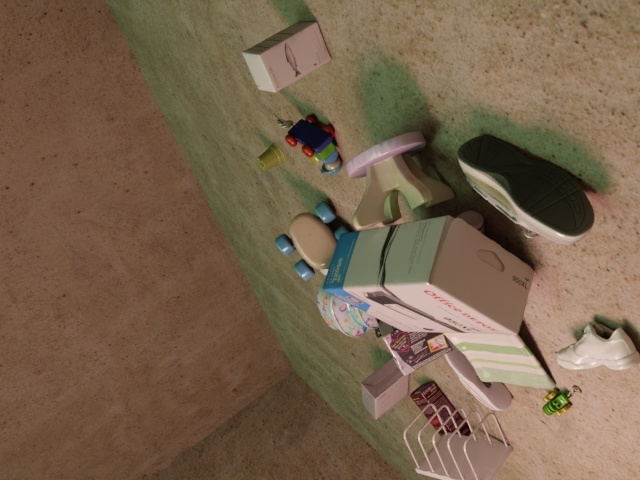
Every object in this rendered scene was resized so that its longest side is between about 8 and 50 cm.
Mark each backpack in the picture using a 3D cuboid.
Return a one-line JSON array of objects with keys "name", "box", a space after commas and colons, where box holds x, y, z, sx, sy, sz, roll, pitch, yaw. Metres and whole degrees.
[{"name": "backpack", "box": [0.124, 0.184, 2.168, 0.191, 0.254, 0.225, 24, 144, 58]}]

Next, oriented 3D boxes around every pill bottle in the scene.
[{"name": "pill bottle", "box": [0.351, -0.007, 1.560, 0.065, 0.065, 0.116, 37, 155, 44]}]

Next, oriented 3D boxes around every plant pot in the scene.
[{"name": "plant pot", "box": [-0.181, -0.290, 2.383, 0.083, 0.079, 0.083, 48, 161, 22]}]

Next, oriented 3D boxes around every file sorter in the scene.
[{"name": "file sorter", "box": [0.441, 0.661, 2.208, 0.278, 0.193, 0.173, -6, 114, 51]}]

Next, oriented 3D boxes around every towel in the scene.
[{"name": "towel", "box": [0.424, 0.264, 1.739, 0.325, 0.038, 0.248, 50, 152, -20]}]

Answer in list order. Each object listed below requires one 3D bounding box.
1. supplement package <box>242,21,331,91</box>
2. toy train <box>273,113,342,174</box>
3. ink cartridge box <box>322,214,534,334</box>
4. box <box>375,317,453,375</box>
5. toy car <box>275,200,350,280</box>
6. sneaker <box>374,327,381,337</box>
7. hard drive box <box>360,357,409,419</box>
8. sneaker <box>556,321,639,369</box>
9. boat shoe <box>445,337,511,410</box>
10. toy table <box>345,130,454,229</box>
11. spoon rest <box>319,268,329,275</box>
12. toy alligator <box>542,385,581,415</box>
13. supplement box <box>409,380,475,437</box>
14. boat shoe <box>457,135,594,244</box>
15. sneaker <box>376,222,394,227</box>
[{"name": "supplement package", "box": [-0.084, -0.459, 1.675, 0.105, 0.179, 0.105, 28, 149, 54]}, {"name": "toy train", "box": [-0.038, -0.294, 2.006, 0.248, 0.105, 0.143, 37, 168, 43]}, {"name": "ink cartridge box", "box": [0.239, 0.092, 1.559, 0.285, 0.166, 0.395, 29, 160, -27]}, {"name": "box", "box": [0.263, 0.259, 1.973, 0.142, 0.163, 0.247, 60, -175, -11]}, {"name": "toy car", "box": [0.000, 0.000, 2.338, 0.210, 0.219, 0.238, 52, -169, 8]}, {"name": "sneaker", "box": [0.211, 0.289, 2.468, 0.089, 0.051, 0.170, 48, 156, 21]}, {"name": "hard drive box", "box": [0.257, 0.589, 2.665, 0.089, 0.181, 0.232, 45, 159, 30]}, {"name": "sneaker", "box": [0.571, 0.216, 1.409, 0.094, 0.080, 0.212, 67, 155, 1]}, {"name": "boat shoe", "box": [0.449, 0.392, 1.985, 0.267, 0.096, 0.088, 45, 157, 4]}, {"name": "toy table", "box": [0.173, -0.135, 1.556, 0.274, 0.252, 0.160, 120, 131, -83]}, {"name": "spoon rest", "box": [-0.001, 0.062, 2.544, 0.276, 0.084, 0.137, 34, 153, 46]}, {"name": "toy alligator", "box": [0.597, 0.409, 1.692, 0.056, 0.051, 0.189, 49, 161, 18]}, {"name": "supplement box", "box": [0.441, 0.634, 2.450, 0.239, 0.073, 0.130, 52, 160, 7]}, {"name": "boat shoe", "box": [0.383, -0.088, 1.271, 0.320, 0.118, 0.103, 43, 165, 43]}, {"name": "sneaker", "box": [0.173, -0.075, 1.911, 0.070, 0.051, 0.134, 42, 162, 22]}]
